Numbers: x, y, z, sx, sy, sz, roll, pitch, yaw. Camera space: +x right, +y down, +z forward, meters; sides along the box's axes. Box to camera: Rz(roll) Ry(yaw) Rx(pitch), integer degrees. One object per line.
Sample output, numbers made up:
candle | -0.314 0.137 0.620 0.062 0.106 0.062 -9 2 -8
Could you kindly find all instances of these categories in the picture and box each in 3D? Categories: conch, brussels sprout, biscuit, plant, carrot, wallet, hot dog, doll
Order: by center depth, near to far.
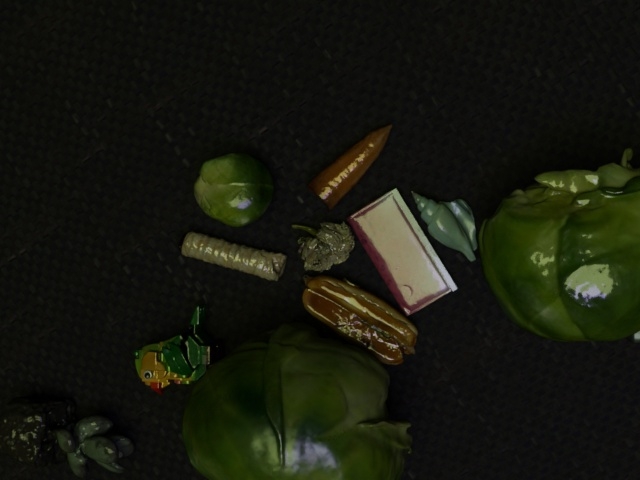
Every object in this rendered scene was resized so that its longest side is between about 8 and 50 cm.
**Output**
brussels sprout | 0.478 0.023 1.720 0.371 0.276 0.315 -27 81 6
brussels sprout | -0.055 0.333 1.766 0.425 0.361 0.342 20 92 26
conch | 0.241 -0.036 1.856 0.180 0.088 0.065 44 147 -6
carrot | 0.063 -0.151 1.861 0.072 0.072 0.205 44 98 0
brussels sprout | -0.164 -0.096 1.882 0.155 0.117 0.155 -3 84 26
wallet | 0.159 0.024 1.892 0.119 0.025 0.232 -31 93 13
plant | 0.000 0.000 1.903 0.116 0.104 0.122 -27 58 -21
hot dog | 0.075 0.149 1.905 0.269 0.072 0.109 34 102 1
biscuit | -0.178 0.027 1.936 0.219 0.055 0.061 16 91 7
doll | -0.289 0.230 1.963 0.186 0.106 0.134 -28 88 13
plant | -0.527 0.416 2.015 0.274 0.146 0.149 13 99 7

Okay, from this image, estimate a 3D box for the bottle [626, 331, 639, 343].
bottle | 0.694 0.136 1.795 0.254 0.079 0.096 -6 60 12
